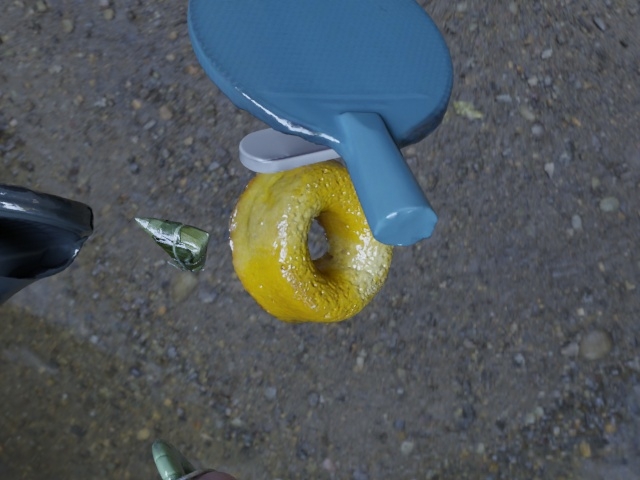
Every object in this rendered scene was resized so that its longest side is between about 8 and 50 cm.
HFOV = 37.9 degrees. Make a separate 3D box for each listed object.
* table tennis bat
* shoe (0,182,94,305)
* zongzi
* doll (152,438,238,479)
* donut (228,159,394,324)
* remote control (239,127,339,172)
[{"bbox_3d":[0.013,-0.129,0.716,0.215,0.329,0.044,-2,140,-22],"label":"table tennis bat"},{"bbox_3d":[-0.262,0.020,0.669,0.240,0.108,0.093,-7,76,30],"label":"shoe"},{"bbox_3d":[-0.237,0.004,1.479,0.119,0.055,0.109,19,154,0],"label":"zongzi"},{"bbox_3d":[-0.171,0.417,1.241,0.216,0.284,0.268,-31,102,1],"label":"doll"},{"bbox_3d":[0.002,0.001,1.431,0.108,0.277,0.278,9,124,51],"label":"donut"},{"bbox_3d":[0.017,-0.130,1.160,0.244,0.077,0.022,-15,131,-18],"label":"remote control"}]
